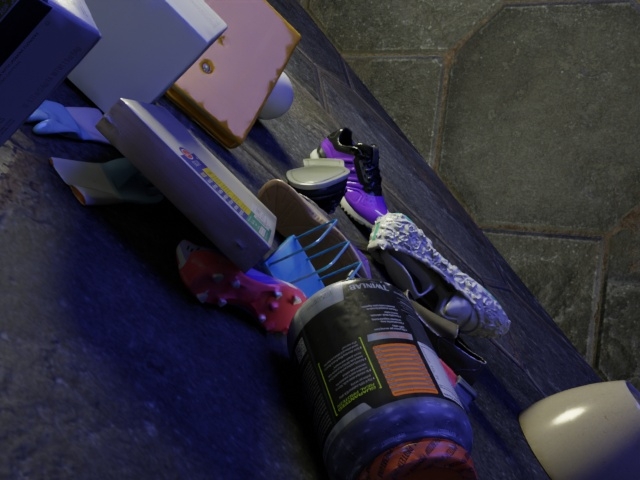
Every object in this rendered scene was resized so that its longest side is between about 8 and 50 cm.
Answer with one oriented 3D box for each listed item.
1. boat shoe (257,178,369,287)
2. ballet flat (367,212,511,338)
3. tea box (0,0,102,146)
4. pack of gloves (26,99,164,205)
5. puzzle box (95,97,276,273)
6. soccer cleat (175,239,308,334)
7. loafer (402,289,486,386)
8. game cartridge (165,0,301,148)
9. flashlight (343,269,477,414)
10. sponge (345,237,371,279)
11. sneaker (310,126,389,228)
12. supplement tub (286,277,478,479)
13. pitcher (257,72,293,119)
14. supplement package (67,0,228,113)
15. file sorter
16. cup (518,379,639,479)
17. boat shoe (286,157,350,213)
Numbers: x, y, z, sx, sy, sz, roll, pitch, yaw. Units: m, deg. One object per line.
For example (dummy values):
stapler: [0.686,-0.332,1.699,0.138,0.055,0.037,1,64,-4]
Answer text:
boat shoe: [0.000,0.000,1.670,0.285,0.103,0.092,46,20,16]
ballet flat: [0.257,0.112,2.083,0.409,0.147,0.147,43,17,-7]
tea box: [-0.465,-0.311,0.968,0.324,0.220,0.329,23,30,-55]
pack of gloves: [-0.310,-0.136,1.278,0.195,0.046,0.232,52,16,10]
puzzle box: [-0.180,-0.091,1.338,0.272,0.052,0.409,45,4,-6]
soccer cleat: [-0.104,0.065,1.292,0.248,0.083,0.095,25,23,-48]
loafer: [0.249,0.193,1.883,0.251,0.087,0.094,49,16,3]
game cartridge: [-0.204,-0.387,1.803,0.285,0.053,0.323,41,54,-24]
flashlight: [0.128,0.196,1.565,0.304,0.103,0.103,42,21,-3]
sponge: [0.054,0.055,1.803,0.117,0.031,0.210,42,16,-19]
sneaker: [0.098,-0.159,2.185,0.102,0.146,0.293,4,44,-55]
supplement tub: [0.079,0.214,1.201,0.194,0.193,0.316,36,20,-36]
pitcher: [-0.150,-0.372,2.042,0.207,0.126,0.177,16,78,-56]
supplement package: [-0.302,-0.341,1.491,0.199,0.198,0.262,44,14,-13]
file sorter: [0.010,0.070,1.413,0.170,0.105,0.118,60,29,-10]
cup: [0.645,0.450,2.044,0.331,0.237,0.331,43,16,-16]
boat shoe: [-0.005,-0.100,1.879,0.127,0.113,0.340,1,12,-1]
